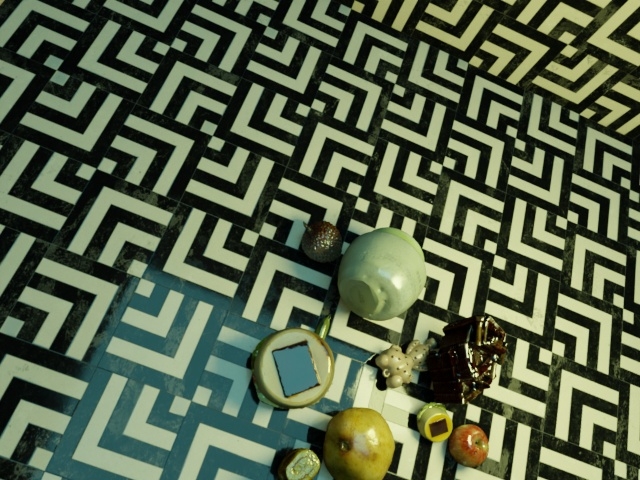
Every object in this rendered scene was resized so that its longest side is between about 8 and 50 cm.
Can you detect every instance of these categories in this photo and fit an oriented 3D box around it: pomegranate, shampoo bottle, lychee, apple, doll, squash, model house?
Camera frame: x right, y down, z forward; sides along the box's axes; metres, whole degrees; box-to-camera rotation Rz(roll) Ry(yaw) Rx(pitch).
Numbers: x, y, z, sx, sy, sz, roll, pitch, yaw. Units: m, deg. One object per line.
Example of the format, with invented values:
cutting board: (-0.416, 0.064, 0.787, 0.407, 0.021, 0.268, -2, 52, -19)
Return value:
pomegranate: (0.129, 0.693, 1.715, 0.260, 0.260, 0.261, 5, 68, -13)
shampoo bottle: (0.228, 0.127, 1.907, 0.322, 0.322, 0.317, 36, 42, 0)
lychee: (0.000, 0.000, 1.989, 0.197, 0.165, 0.165, 41, 61, -26)
apple: (0.540, 0.750, 1.865, 0.146, 0.131, 0.147, 14, 59, -24)
doll: (0.342, 0.461, 1.940, 0.277, 0.119, 0.154, -7, 72, -28)
squash: (-0.001, 0.359, 1.911, 0.052, 0.052, 0.184, 24, 66, -5)
model house: (0.552, 0.473, 1.852, 0.297, 0.317, 0.283, 35, 61, -12)

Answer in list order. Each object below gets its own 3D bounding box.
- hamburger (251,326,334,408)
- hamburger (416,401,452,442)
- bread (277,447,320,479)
hamburger: (-0.094, 0.440, 1.777, 0.301, 0.170, 0.302, 2, 73, -7)
hamburger: (0.418, 0.669, 1.881, 0.126, 0.081, 0.141, -32, 101, -9)
bread: (-0.076, 0.744, 1.672, 0.132, 0.172, 0.103, -39, 80, -23)
